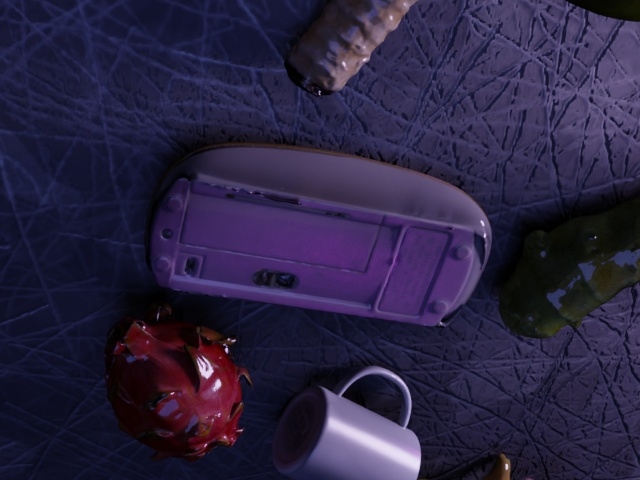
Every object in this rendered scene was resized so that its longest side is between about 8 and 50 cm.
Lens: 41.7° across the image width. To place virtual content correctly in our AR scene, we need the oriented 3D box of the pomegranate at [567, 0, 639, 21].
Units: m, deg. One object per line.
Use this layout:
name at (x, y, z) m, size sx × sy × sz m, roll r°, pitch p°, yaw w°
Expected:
pomegranate at (0.237, -0.227, 0.571) m, size 0.179 × 0.210 × 0.179 m, roll -17°, pitch 145°, yaw -12°

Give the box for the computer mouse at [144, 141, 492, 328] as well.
computer mouse at (0.000, 0.000, 0.760) m, size 0.311 × 0.071 × 0.158 m, roll 9°, pitch 122°, yaw -13°

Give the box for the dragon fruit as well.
dragon fruit at (-0.144, 0.133, 0.800) m, size 0.166 × 0.133 × 0.136 m, roll 50°, pitch 63°, yaw -31°

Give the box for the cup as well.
cup at (0.032, 0.207, 0.898) m, size 0.133 × 0.136 × 0.099 m, roll 30°, pitch 148°, yaw -23°

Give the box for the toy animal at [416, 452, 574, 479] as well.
toy animal at (0.163, 0.343, 0.959) m, size 0.281 × 0.195 × 0.169 m, roll 4°, pitch 162°, yaw -15°

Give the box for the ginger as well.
ginger at (0.315, 0.021, 0.810) m, size 0.290 × 0.089 × 0.137 m, roll -12°, pitch 131°, yaw -2°

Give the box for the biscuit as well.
biscuit at (0.057, -0.200, 0.650) m, size 0.061 × 0.055 × 0.219 m, roll 38°, pitch 112°, yaw -10°
